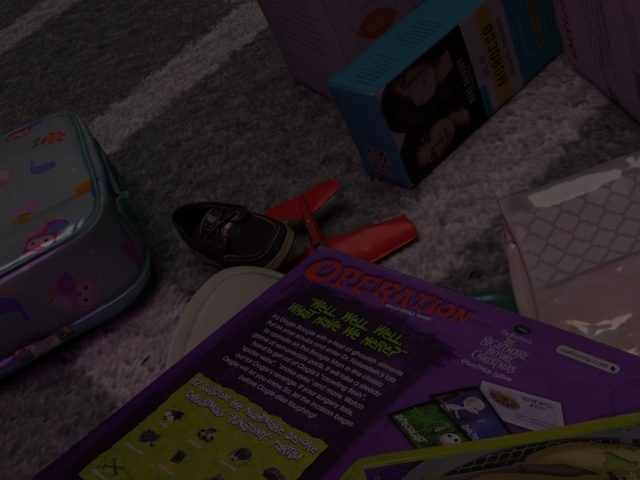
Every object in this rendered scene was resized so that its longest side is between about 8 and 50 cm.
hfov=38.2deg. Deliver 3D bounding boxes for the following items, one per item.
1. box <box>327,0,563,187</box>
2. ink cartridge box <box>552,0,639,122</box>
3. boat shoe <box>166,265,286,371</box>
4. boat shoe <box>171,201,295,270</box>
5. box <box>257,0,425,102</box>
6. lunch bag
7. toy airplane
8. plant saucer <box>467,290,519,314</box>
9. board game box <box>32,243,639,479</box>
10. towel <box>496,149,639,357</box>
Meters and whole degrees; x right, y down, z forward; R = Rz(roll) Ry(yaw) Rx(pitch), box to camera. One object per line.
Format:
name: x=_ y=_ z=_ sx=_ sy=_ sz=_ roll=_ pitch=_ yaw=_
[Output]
box: x=0.124 y=-0.161 z=0.795 sx=0.244 sy=0.100 sz=0.060 roll=-42 pitch=39 yaw=-19
ink cartridge box: x=0.253 y=-0.171 z=0.676 sx=0.093 sy=0.160 sz=0.219 roll=-24 pitch=37 yaw=2
boat shoe: x=-0.041 y=0.137 z=0.529 sx=0.109 sy=0.091 sz=0.305 roll=7 pitch=38 yaw=-11
boat shoe: x=-0.077 y=-0.003 z=0.749 sx=0.152 sy=0.049 sz=0.056 roll=3 pitch=61 yaw=55
box: x=0.030 y=-0.322 z=0.845 sx=0.215 sy=0.345 sz=0.168 roll=-35 pitch=37 yaw=-12
lunch bag: x=-0.271 y=0.000 z=0.840 sx=0.224 sy=0.108 sz=0.279 roll=-27 pitch=37 yaw=-5
toy airplane: x=0.000 y=0.000 z=0.736 sx=0.151 sy=0.028 sz=0.151 roll=-18 pitch=37 yaw=14
plant saucer: x=0.105 y=0.071 z=0.589 sx=0.119 sy=0.021 sz=0.119 roll=-17 pitch=38 yaw=14
board game box: x=0.062 y=0.114 z=0.376 sx=0.347 sy=0.056 sz=0.208 roll=19 pitch=50 yaw=41
towel: x=0.270 y=0.024 z=0.475 sx=0.332 sy=0.053 sz=0.317 roll=-20 pitch=36 yaw=13
